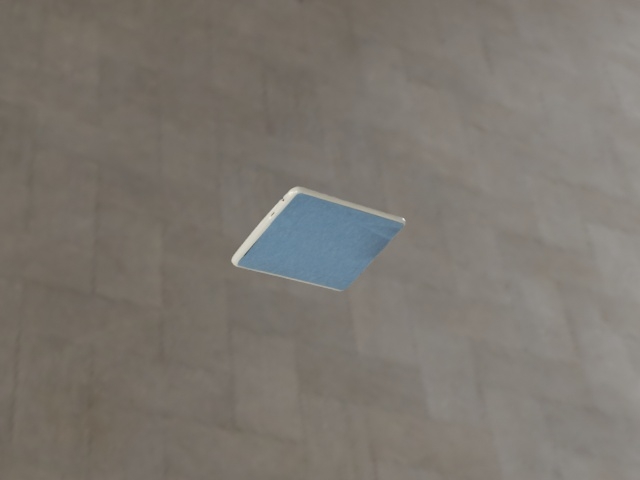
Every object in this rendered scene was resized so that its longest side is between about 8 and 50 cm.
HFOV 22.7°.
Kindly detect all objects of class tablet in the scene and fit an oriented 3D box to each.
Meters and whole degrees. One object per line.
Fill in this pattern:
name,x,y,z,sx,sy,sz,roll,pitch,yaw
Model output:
tablet,0.000,0.000,0.792,0.083,0.054,0.006,15,35,-46
